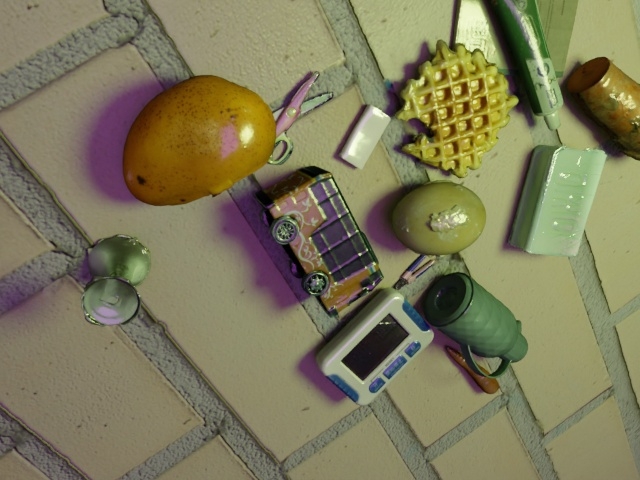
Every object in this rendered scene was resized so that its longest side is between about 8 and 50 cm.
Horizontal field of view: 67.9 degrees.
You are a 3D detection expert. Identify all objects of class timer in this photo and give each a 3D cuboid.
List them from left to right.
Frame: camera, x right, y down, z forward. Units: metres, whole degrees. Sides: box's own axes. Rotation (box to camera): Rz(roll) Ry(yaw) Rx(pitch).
[{"bbox_3d":[0.126,0.245,1.112,0.253,0.078,0.178,-43,112,-2],"label":"timer"}]

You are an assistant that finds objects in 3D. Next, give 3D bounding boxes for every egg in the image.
[{"bbox_3d":[0.250,-0.047,1.012,0.201,0.164,0.165,-9,110,-8],"label":"egg"}]

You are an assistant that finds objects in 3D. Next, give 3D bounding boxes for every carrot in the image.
[{"bbox_3d":[0.398,0.337,1.249,0.216,0.048,0.048,42,92,-20],"label":"carrot"},{"bbox_3d":[0.702,-0.295,1.086,0.301,0.139,0.139,34,95,-18],"label":"carrot"}]

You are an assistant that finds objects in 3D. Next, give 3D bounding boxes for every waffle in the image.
[{"bbox_3d":[0.282,-0.271,0.993,0.261,0.056,0.250,24,104,-21],"label":"waffle"}]

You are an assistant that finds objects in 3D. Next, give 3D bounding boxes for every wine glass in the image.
[{"bbox_3d":[-0.365,0.073,0.843,0.122,0.183,0.122,-5,110,-14],"label":"wine glass"}]

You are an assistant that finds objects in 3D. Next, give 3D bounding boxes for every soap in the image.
[{"bbox_3d":[0.560,-0.095,1.125,0.150,0.094,0.262,3,107,-19],"label":"soap"}]

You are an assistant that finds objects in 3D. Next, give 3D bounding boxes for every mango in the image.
[{"bbox_3d":[-0.221,-0.170,0.824,0.290,0.160,0.191,-30,107,6],"label":"mango"}]

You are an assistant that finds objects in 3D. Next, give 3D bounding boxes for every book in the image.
[{"bbox_3d":[0.409,-0.456,0.997,0.282,0.025,0.215,-1,109,-16],"label":"book"}]

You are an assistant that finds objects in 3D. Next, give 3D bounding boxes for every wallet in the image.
[{"bbox_3d":[0.091,-0.212,0.977,0.061,0.025,0.122,27,98,-21],"label":"wallet"}]

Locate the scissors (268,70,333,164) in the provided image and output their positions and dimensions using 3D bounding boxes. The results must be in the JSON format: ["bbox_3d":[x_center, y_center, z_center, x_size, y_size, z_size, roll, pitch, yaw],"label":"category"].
[{"bbox_3d":[-0.059,-0.245,0.922,0.187,0.020,0.134,-40,117,0],"label":"scissors"}]

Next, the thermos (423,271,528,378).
[{"bbox_3d":[0.383,0.216,1.137,0.286,0.144,0.182,36,67,-24],"label":"thermos"}]

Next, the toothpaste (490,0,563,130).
[{"bbox_3d":[0.427,-0.401,0.979,0.098,0.061,0.392,-30,112,3],"label":"toothpaste"}]

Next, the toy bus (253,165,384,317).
[{"bbox_3d":[0.000,0.000,0.960,0.167,0.138,0.275,-31,112,-8],"label":"toy bus"}]

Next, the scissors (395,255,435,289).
[{"bbox_3d":[0.220,0.076,1.119,0.113,0.012,0.039,-43,114,0],"label":"scissors"}]
